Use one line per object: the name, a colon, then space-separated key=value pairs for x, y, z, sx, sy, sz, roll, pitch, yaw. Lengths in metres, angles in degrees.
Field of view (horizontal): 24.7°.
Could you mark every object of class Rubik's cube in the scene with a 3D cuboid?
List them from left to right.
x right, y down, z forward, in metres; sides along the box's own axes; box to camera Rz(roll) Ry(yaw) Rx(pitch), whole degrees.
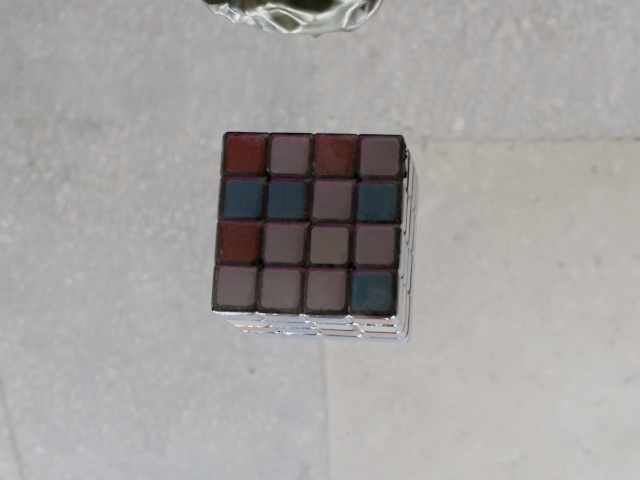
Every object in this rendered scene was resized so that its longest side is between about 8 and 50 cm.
Rubik's cube: x=0.000 y=0.000 z=0.742 sx=0.092 sy=0.092 sz=0.092 roll=2 pitch=169 yaw=8

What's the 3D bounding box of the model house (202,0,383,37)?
model house: x=-0.150 y=-0.285 z=0.783 sx=0.339 sy=0.360 sz=0.297 roll=-11 pitch=153 yaw=-34
